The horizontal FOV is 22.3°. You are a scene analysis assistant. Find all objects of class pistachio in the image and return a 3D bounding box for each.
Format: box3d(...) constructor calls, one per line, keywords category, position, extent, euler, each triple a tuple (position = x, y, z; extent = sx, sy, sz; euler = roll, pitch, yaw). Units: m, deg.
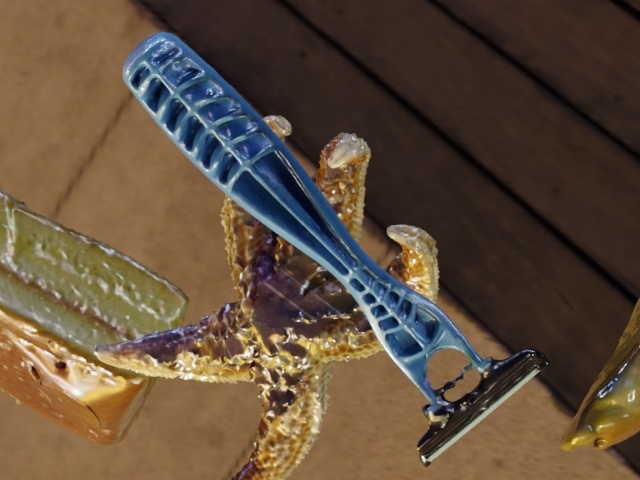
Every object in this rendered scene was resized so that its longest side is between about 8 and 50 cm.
box3d(category="pistachio", position=(0.194, 0.058, 0.908), extent=(0.049, 0.089, 0.173), euler=(32, 61, 7))

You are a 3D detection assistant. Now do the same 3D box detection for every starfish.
box3d(category="starfish", position=(-0.029, 0.044, 0.980), extent=(0.216, 0.071, 0.238), euler=(6, 91, 32))

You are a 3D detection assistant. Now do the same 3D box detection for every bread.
box3d(category="bread", position=(-0.209, 0.073, 1.282), extent=(0.184, 0.234, 0.110), euler=(30, 69, 0))

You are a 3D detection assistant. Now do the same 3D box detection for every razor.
box3d(category="razor", position=(0.000, 0.000, 0.766), extent=(0.082, 0.253, 0.042), euler=(-42, 23, 6))
